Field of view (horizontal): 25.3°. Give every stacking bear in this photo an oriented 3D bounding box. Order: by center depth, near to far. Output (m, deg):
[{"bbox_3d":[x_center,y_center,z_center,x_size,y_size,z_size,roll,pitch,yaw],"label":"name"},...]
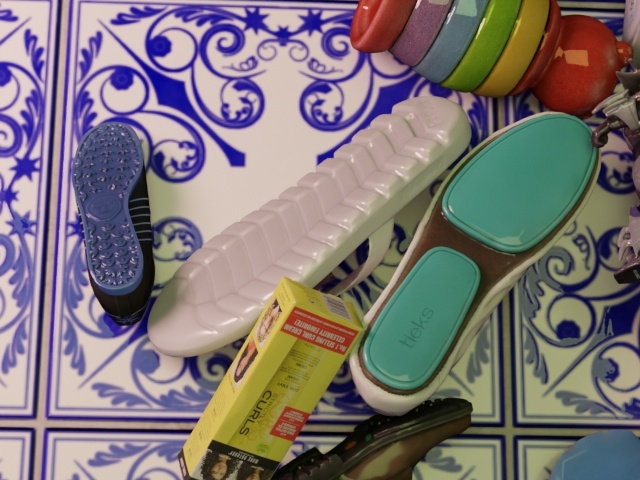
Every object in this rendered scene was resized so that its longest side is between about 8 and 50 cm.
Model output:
[{"bbox_3d":[0.196,-0.229,1.568,0.289,0.175,0.164,21,32,-10],"label":"stacking bear"}]

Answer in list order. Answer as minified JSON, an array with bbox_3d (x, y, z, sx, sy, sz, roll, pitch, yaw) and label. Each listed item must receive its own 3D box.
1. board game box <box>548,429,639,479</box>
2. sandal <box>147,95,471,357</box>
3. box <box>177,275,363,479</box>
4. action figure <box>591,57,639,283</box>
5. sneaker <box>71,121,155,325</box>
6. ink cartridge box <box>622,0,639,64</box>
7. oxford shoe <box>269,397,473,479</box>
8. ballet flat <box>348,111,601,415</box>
[{"bbox_3d":[0.313,0.284,1.502,0.133,0.033,0.169,-42,86,-18],"label":"board game box"},{"bbox_3d":[0.006,0.006,1.515,0.416,0.169,0.102,-38,122,-6],"label":"sandal"},{"bbox_3d":[-0.052,0.154,1.429,0.087,0.058,0.232,24,108,-24],"label":"box"},{"bbox_3d":[0.354,-0.070,1.512,0.099,0.185,0.285,-28,43,29],"label":"action figure"},{"bbox_3d":[-0.221,-0.018,1.531,0.081,0.090,0.232,-4,54,-3],"label":"sneaker"},{"bbox_3d":[0.525,-0.347,1.675,0.308,0.091,0.385,12,58,0],"label":"ink cartridge box"},{"bbox_3d":[0.065,0.236,1.485,0.227,0.083,0.096,-27,98,-10],"label":"oxford shoe"},{"bbox_3d":[0.155,0.025,1.509,0.139,0.139,0.400,36,66,6],"label":"ballet flat"}]
